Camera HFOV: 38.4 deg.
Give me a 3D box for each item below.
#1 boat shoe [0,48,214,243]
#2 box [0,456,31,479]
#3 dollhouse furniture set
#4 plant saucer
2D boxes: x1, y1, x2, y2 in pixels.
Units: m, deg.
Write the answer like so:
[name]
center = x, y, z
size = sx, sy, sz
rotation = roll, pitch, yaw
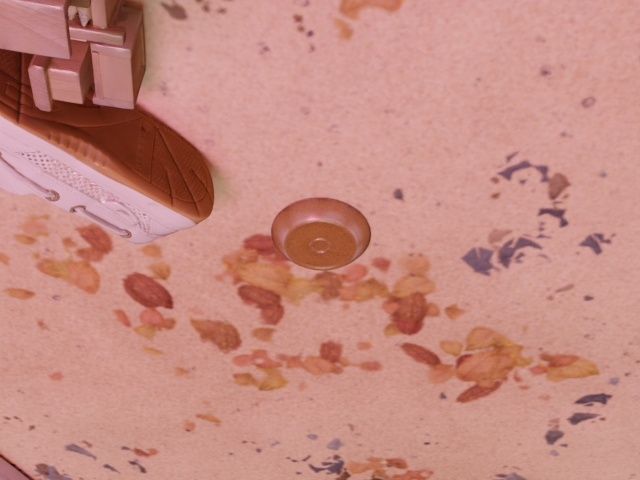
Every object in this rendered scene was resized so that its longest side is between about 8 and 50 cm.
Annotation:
[boat shoe]
center = -0.204, -0.074, 0.636
size = 0.096, 0.098, 0.277
rotation = -32, 127, 30
[box]
center = -0.399, 0.289, 1.067
size = 0.109, 0.042, 0.178
rotation = -16, 132, 20
[dollhouse furniture set]
center = -0.170, -0.119, 0.529
size = 0.101, 0.161, 0.182
rotation = 9, 143, -2
[plant saucer]
center = 0.000, 0.000, 0.760
size = 0.083, 0.015, 0.083
rotation = 2, 137, 2
